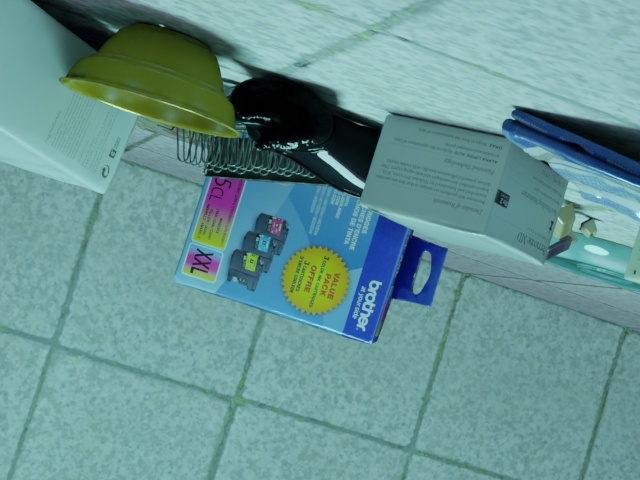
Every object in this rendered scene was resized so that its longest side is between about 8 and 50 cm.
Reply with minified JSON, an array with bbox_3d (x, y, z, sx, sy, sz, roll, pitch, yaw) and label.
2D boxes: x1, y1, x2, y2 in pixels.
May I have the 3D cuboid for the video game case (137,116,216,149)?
[{"bbox_3d":[-0.235,-0.192,2.499,0.206,0.026,0.227,17,177,8],"label":"video game case"}]

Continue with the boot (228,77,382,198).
[{"bbox_3d":[0.008,-0.121,1.819,0.246,0.094,0.207,24,-179,2],"label":"boot"}]

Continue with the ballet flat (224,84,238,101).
[{"bbox_3d":[-0.145,-0.176,1.918,0.114,0.041,0.041,-7,163,32],"label":"ballet flat"}]

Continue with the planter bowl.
[{"bbox_3d":[-0.184,-0.193,1.692,0.217,0.090,0.217,16,176,1],"label":"planter bowl"}]

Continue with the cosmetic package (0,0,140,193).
[{"bbox_3d":[-0.403,-0.206,1.744,0.217,0.156,0.385,18,169,26],"label":"cosmetic package"}]

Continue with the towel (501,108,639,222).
[{"bbox_3d":[0.323,-0.054,1.548,0.209,0.034,0.285,28,-179,30],"label":"towel"}]

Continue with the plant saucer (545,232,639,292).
[{"bbox_3d":[0.483,0.041,2.457,0.317,0.044,0.317,17,177,1],"label":"plant saucer"}]

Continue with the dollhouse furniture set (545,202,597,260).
[{"bbox_3d":[0.341,-0.046,2.073,0.081,0.091,0.114,59,167,23],"label":"dollhouse furniture set"}]

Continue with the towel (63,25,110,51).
[{"bbox_3d":[-0.281,-0.231,2.013,0.243,0.040,0.336,17,177,17],"label":"towel"}]

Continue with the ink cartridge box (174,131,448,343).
[{"bbox_3d":[0.000,0.000,2.328,0.395,0.270,0.151,17,180,4],"label":"ink cartridge box"}]

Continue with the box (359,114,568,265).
[{"bbox_3d":[0.176,-0.060,1.773,0.181,0.119,0.181,15,176,33],"label":"box"}]

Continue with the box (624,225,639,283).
[{"bbox_3d":[0.538,0.051,1.909,0.275,0.094,0.113,19,176,-31],"label":"box"}]

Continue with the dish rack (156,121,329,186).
[{"bbox_3d":[-0.103,-0.129,2.069,0.208,0.074,0.271,4,177,18],"label":"dish rack"}]
